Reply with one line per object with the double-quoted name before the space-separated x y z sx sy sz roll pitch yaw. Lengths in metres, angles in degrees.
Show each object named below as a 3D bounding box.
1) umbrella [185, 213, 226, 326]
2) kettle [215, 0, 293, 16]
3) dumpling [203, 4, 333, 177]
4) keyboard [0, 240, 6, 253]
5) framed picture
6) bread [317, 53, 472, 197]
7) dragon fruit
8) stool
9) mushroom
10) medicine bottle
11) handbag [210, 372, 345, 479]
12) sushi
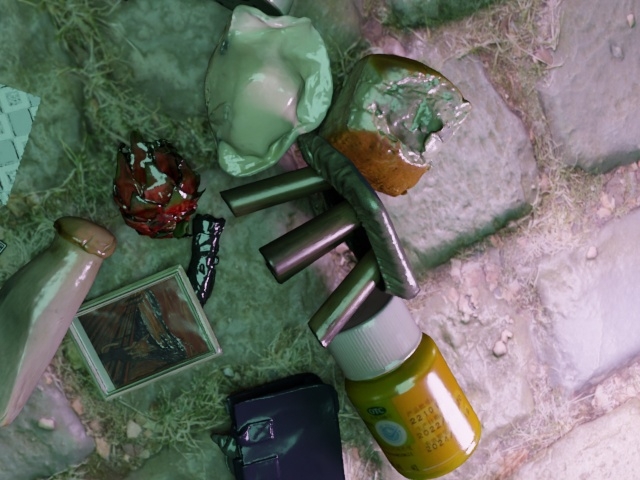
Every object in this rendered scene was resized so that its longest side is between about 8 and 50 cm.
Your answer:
"umbrella" -0.250 0.063 1.259 0.066 0.059 0.236 13 96 6
"kettle" -0.106 -0.599 1.107 0.265 0.205 0.318 24 92 -60
"dumpling" -0.102 -0.287 1.184 0.242 0.187 0.318 -1 117 -17
"keyboard" -0.673 0.055 1.173 0.053 0.010 0.155 37 87 -14
"framed picture" -0.364 0.191 1.238 0.273 0.016 0.216 -23 102 2
"bread" 0.140 -0.233 1.215 0.250 0.279 0.225 24 78 -16
"dragon fruit" -0.311 -0.099 1.161 0.182 0.182 0.189 16 89 -16
"stool" 0.000 0.000 1.152 0.226 0.310 0.310 -35 132 -6
"mushroom" -0.545 0.136 1.154 0.154 0.137 0.407 29 84 14
"medicine bottle" 0.167 0.299 1.307 0.224 0.224 0.384 -32 104 -8
"handbag" -0.090 0.467 1.322 0.269 0.118 0.326 -9 99 -20
"sushi" -0.671 -0.202 1.121 0.231 0.047 0.220 18 92 -16
